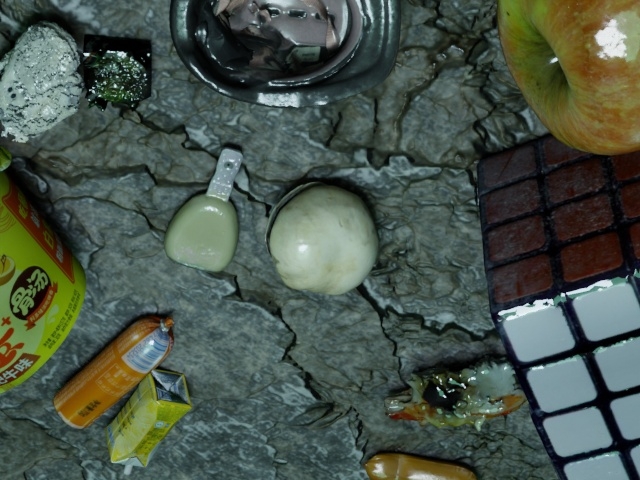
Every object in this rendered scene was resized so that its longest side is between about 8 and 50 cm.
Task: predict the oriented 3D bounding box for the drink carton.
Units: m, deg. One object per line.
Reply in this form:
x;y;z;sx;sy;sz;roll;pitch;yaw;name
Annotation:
-0.265;0.275;2.096;0.074;0.084;0.200;14;128;-35;drink carton

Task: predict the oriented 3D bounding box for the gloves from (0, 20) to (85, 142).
-0.346;-0.191;1.748;0.153;0.070;0.114;-40;77;31;gloves

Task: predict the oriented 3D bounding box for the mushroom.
0.000;0.000;1.864;0.154;0.122;0.154;-9;108;-29;mushroom

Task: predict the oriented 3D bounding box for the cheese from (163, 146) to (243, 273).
-0.140;-0.042;1.884;0.097;0.037;0.192;17;126;-9;cheese

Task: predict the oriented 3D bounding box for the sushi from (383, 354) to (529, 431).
0.196;0.215;2.011;0.226;0.097;0.103;-13;120;11;sushi

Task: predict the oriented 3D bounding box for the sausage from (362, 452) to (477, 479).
0.152;0.352;2.141;0.183;0.054;0.062;8;94;0;sausage

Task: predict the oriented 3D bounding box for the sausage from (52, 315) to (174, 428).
-0.282;0.178;2.033;0.071;0.071;0.234;38;120;-21;sausage

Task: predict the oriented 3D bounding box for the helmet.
-0.049;-0.257;1.659;0.253;0.154;0.198;-5;107;-15;helmet

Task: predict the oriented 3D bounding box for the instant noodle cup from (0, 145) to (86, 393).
-0.454;0.044;1.831;0.311;0.311;0.221;-27;130;21;instant noodle cup

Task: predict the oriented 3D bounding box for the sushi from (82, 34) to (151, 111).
-0.249;-0.204;1.767;0.083;0.056;0.084;-1;122;-7;sushi

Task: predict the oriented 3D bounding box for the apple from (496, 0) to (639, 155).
0.337;-0.251;1.568;0.250;0.277;0.309;-28;156;-14;apple

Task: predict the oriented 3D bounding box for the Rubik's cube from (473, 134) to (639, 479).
0.404;0.061;1.740;0.344;0.344;0.337;-17;123;17;Rubik's cube
